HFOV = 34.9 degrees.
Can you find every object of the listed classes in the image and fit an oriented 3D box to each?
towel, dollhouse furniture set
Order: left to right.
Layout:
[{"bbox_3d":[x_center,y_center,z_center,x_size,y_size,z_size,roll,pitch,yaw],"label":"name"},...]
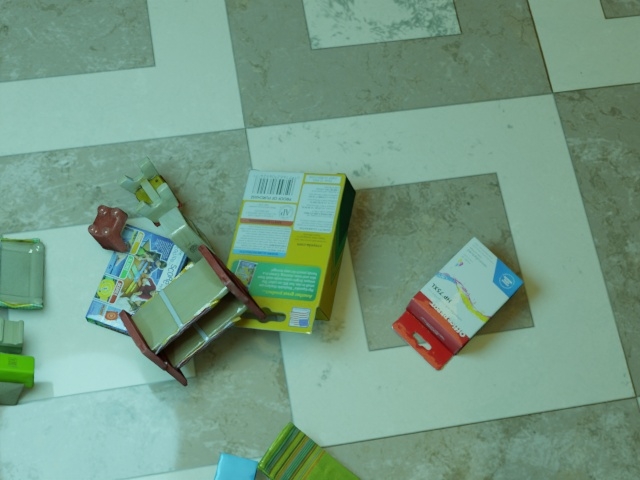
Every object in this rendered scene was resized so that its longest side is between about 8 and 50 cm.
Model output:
[{"bbox_3d":[-0.626,0.145,1.881,0.197,0.151,0.302,9,50,-24],"label":"dollhouse furniture set"},{"bbox_3d":[-0.287,0.052,1.873,0.201,0.152,0.374,-38,53,0],"label":"dollhouse furniture set"},{"bbox_3d":[0.005,0.435,1.820,0.237,0.021,0.102,40,68,-7],"label":"towel"}]

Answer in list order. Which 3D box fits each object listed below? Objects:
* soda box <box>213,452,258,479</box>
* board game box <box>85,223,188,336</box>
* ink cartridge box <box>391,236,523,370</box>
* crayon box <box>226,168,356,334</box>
[{"bbox_3d":[-0.168,0.488,1.794,0.071,0.067,0.210,14,69,-1],"label":"soda box"},{"bbox_3d":[-0.345,0.082,1.945,0.136,0.035,0.201,20,69,2],"label":"board game box"},{"bbox_3d":[0.262,0.123,1.964,0.134,0.078,0.231,43,72,11],"label":"ink cartridge box"},{"bbox_3d":[-0.066,0.029,1.931,0.203,0.083,0.323,4,67,20],"label":"crayon box"}]
